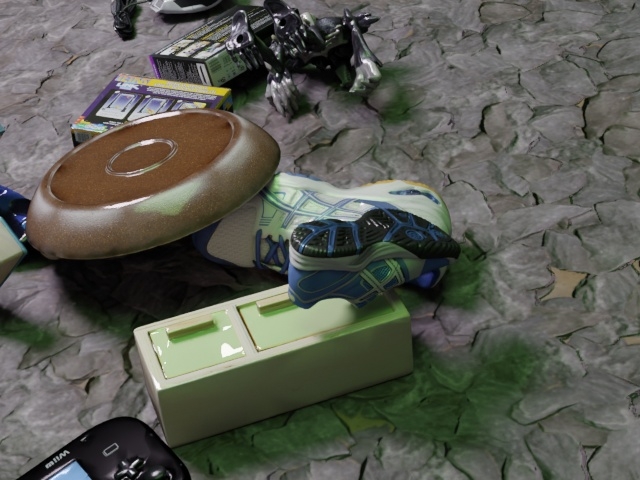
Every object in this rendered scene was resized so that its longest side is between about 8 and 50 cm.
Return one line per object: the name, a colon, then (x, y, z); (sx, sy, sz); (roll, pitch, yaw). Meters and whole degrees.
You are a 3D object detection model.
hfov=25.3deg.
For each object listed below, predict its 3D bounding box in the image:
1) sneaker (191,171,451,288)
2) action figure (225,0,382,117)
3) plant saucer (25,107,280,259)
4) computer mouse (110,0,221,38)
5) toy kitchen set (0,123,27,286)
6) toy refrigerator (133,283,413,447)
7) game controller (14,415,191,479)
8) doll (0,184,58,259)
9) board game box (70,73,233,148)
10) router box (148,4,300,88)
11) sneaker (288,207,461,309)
sneaker: (0.000, 0.000, 1.599); (0.297, 0.111, 0.131); (-4, 39, 3)
action figure: (-0.011, -0.239, 1.876); (0.164, 0.140, 0.276); (-20, -10, 26)
plant saucer: (-0.201, -0.079, 1.648); (0.311, 0.050, 0.310); (-13, 28, 7)
computer mouse: (-0.217, -0.354, 2.124); (0.193, 0.042, 0.106); (-15, 35, -3)
toy kitchen set: (-0.391, -0.052, 1.649); (0.207, 0.122, 0.166); (52, 43, 6)
toy refrigerator: (-0.048, 0.112, 1.479); (0.270, 0.094, 0.102); (-16, 40, -12)
game controller: (-0.265, 0.277, 1.259); (0.319, 0.067, 0.166); (-34, 44, -16)
doll: (-0.370, -0.018, 1.719); (0.189, 0.046, 0.129); (24, 55, 35)
board game box: (-0.219, -0.156, 1.871); (0.170, 0.048, 0.141); (10, 40, 19)
router box: (-0.129, -0.272, 1.980); (0.179, 0.046, 0.133); (-35, 31, -32)
sneaker: (0.051, 0.020, 1.461); (0.211, 0.081, 0.080); (-4, 33, -33)
